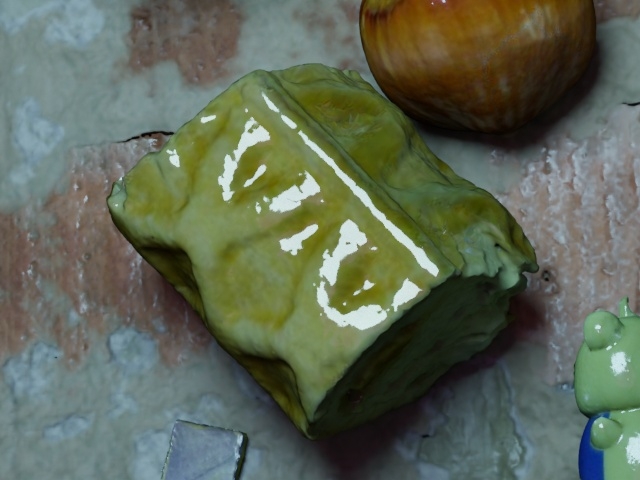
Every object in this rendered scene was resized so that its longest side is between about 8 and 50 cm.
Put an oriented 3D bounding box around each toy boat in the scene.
[{"bbox_3d":[-0.096,0.200,1.368,0.063,0.016,0.115,9,78,16],"label":"toy boat"}]

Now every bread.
[{"bbox_3d":[0.005,-0.001,1.304,0.238,0.196,0.252,-38,68,6],"label":"bread"}]

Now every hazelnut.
[{"bbox_3d":[0.115,-0.165,1.331,0.182,0.182,0.182,-3,75,13],"label":"hazelnut"}]

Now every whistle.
[{"bbox_3d":[0.226,0.152,1.264,0.085,0.105,0.227,-11,75,42],"label":"whistle"}]
